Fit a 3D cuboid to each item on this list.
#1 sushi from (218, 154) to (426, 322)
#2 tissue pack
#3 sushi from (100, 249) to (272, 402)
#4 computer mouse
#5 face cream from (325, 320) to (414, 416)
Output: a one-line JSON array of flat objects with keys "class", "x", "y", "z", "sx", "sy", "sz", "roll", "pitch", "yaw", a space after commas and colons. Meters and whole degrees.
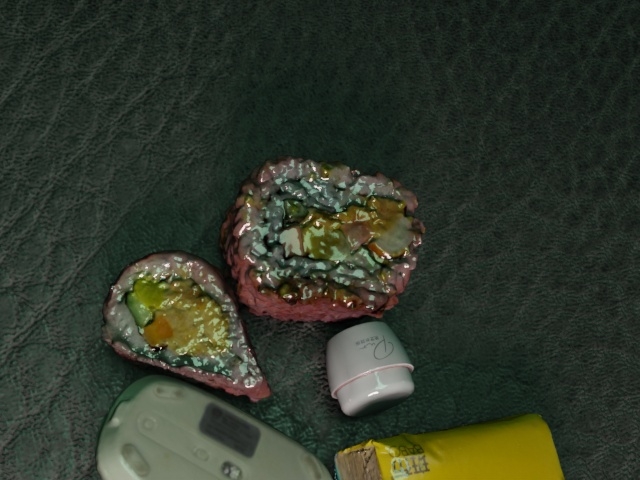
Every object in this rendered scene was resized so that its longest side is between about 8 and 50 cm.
[{"class": "sushi", "x": 0.000, "y": 0.000, "z": 1.177, "sx": 0.270, "sy": 0.171, "sz": 0.237, "roll": 6, "pitch": 68, "yaw": -14}, {"class": "tissue pack", "x": 0.176, "y": 0.334, "z": 1.087, "sx": 0.270, "sy": 0.134, "sz": 0.192, "roll": -3, "pitch": 69, "yaw": -27}, {"class": "sushi", "x": -0.161, "y": 0.105, "z": 1.123, "sx": 0.241, "sy": 0.107, "sz": 0.161, "roll": 15, "pitch": 69, "yaw": 8}, {"class": "computer mouse", "x": -0.124, "y": 0.298, "z": 1.055, "sx": 0.330, "sy": 0.095, "sz": 0.197, "roll": 35, "pitch": 40, "yaw": -9}, {"class": "face cream", "x": 0.065, "y": 0.174, "z": 1.153, "sx": 0.117, "sy": 0.117, "sz": 0.104, "roll": -12, "pitch": 66, "yaw": -17}]
